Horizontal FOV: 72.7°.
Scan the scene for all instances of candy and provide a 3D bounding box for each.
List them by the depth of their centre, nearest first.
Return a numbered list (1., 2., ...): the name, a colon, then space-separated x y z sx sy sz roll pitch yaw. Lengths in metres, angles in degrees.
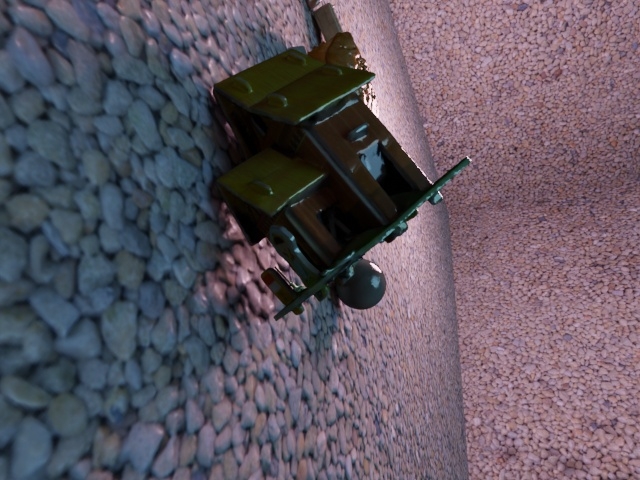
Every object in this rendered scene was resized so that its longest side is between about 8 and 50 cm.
1. candy: -0.046 0.067 0.691 0.083 0.023 0.025 52 -1 -37

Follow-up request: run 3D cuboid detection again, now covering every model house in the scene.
1. model house: -0.042 -0.090 0.659 0.300 0.340 0.323 -37 87 -27

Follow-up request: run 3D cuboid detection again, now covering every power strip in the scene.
1. power strip: 0.057 -0.473 1.109 0.271 0.052 0.078 68 17 0

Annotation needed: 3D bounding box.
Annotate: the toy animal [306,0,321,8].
1. toy animal: -0.010 -0.701 1.006 0.165 0.150 0.248 -68 151 -27

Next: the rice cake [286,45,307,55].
1. rice cake: -0.011 -0.271 0.827 0.042 0.045 0.245 113 -42 -63

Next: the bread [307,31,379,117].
1. bread: 0.034 -0.307 0.936 0.228 0.143 0.139 63 37 -25

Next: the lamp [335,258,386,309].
1. lamp: 0.080 0.088 0.878 0.105 0.105 0.105 -12 90 -68
